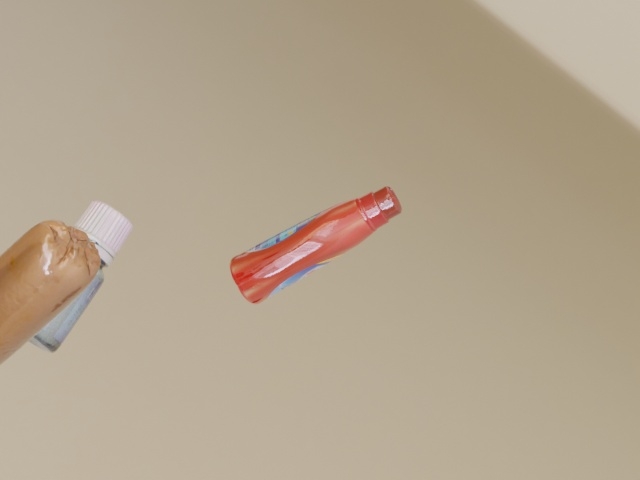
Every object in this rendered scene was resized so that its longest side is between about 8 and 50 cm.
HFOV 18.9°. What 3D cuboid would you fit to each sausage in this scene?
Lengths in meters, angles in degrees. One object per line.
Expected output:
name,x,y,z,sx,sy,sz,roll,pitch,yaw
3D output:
sausage,-0.326,0.073,1.946,0.289,0.086,0.086,-39,-168,35

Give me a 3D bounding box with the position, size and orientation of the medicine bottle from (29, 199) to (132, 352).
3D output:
medicine bottle,-0.326,0.045,2.525,0.203,0.083,0.083,-55,-174,-12

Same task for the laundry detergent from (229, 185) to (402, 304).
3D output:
laundry detergent,0.000,0.000,1.761,0.165,0.049,0.097,-28,-177,10
